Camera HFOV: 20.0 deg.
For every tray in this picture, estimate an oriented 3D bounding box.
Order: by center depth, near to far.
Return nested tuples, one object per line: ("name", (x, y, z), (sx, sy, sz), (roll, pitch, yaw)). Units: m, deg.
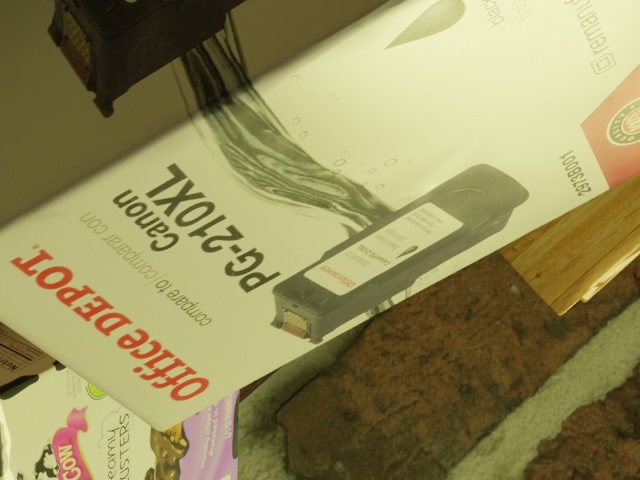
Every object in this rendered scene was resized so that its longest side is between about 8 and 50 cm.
("tray", (0.283, -0.115, 1.133), (0.411, 0.076, 0.203), (-43, 175, 6))

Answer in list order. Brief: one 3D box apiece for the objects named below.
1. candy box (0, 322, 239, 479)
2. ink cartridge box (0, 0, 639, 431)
("candy box", (-0.133, 0.108, 1.028), (0.196, 0.070, 0.165), (-29, 131, -46))
("ink cartridge box", (-0.001, -0.053, 0.577), (0.237, 0.100, 0.172), (-29, 151, 7))
